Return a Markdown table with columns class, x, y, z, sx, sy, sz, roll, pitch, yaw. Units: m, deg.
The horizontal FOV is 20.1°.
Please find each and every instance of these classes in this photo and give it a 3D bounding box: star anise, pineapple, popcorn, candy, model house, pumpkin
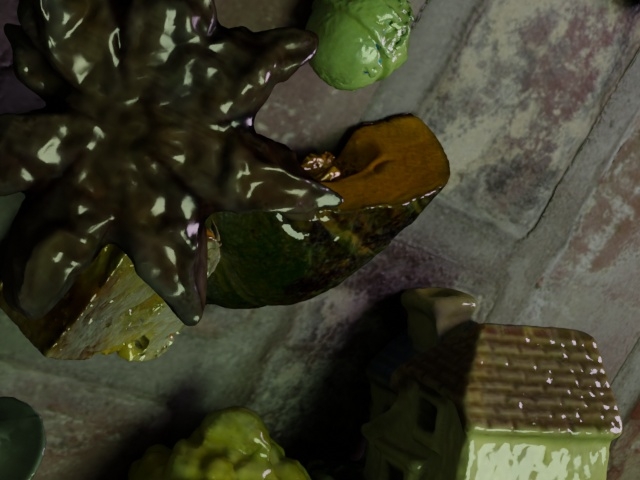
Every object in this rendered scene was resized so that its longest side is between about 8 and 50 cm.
| class | x | y | z | sx | sy | sz | roll | pitch | yaw |
| --- | --- | --- | --- | --- | --- | --- | --- | --- | --- |
| star anise | -0.142 | -0.089 | 1.246 | 0.315 | 0.108 | 0.315 | -1 | 108 | -4 |
| pineapple | -0.160 | 0.017 | 1.401 | 0.186 | 0.114 | 0.236 | -29 | 141 | -34 |
| popcorn | -0.090 | 0.291 | 1.626 | 0.250 | 0.235 | 0.242 | -55 | 130 | -21 |
| candy | 0.105 | -0.254 | 1.533 | 0.335 | 0.092 | 0.093 | -48 | 110 | -23 |
| model house | 0.118 | 0.194 | 1.757 | 0.261 | 0.321 | 0.266 | 4 | 100 | -29 |
| pumpkin | 0.005 | 0.001 | 1.592 | 0.278 | 0.111 | 0.163 | -18 | 136 | -43 |

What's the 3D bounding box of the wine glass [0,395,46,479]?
| class | x | y | z | sx | sy | sz | roll | pitch | yaw |
| --- | --- | --- | --- | --- | --- | --- | --- | --- | --- |
| wine glass | -0.296 | 0.105 | 1.319 | 0.103 | 0.103 | 0.231 | -46 | 141 | -12 |
